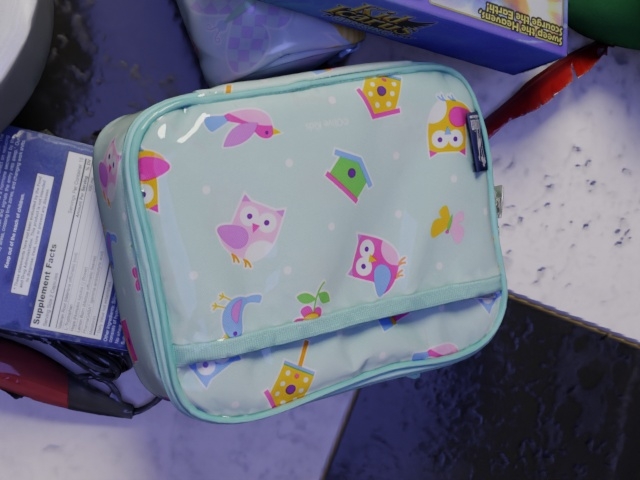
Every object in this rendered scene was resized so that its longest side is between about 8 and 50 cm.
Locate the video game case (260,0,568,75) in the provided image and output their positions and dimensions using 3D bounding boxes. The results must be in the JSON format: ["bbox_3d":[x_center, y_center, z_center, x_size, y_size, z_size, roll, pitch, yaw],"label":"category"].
[{"bbox_3d":[0.051,-0.259,0.654,0.269,0.061,0.244,9,78,-30],"label":"video game case"}]

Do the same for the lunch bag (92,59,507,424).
[{"bbox_3d":[0.000,0.000,0.672,0.279,0.108,0.224,-12,94,-26],"label":"lunch bag"}]

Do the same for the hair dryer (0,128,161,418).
[{"bbox_3d":[-0.259,0.077,0.692,0.293,0.080,0.224,-30,95,-5],"label":"hair dryer"}]

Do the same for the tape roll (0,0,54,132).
[{"bbox_3d":[-0.276,-0.148,0.589,0.219,0.072,0.219,1,86,-8],"label":"tape roll"}]

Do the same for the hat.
[{"bbox_3d":[0.197,-0.187,0.763,0.208,0.183,0.173,-42,115,-46],"label":"hat"}]

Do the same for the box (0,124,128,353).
[{"bbox_3d":[-0.194,-0.004,0.666,0.225,0.036,0.137,14,82,-21],"label":"box"}]

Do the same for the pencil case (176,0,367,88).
[{"bbox_3d":[-0.062,-0.239,0.684,0.124,0.113,0.273,-21,95,-4],"label":"pencil case"}]
